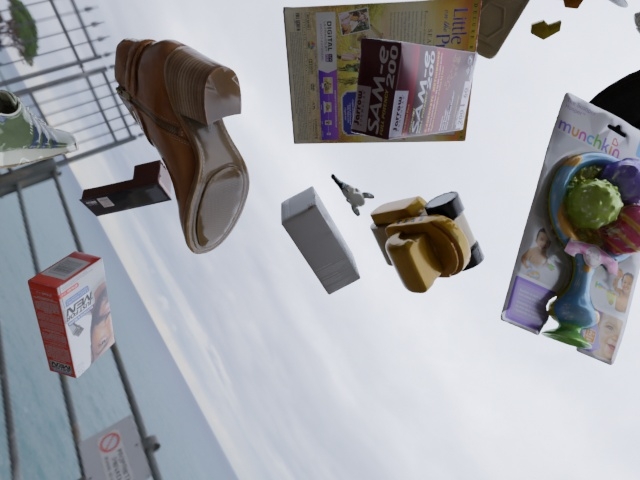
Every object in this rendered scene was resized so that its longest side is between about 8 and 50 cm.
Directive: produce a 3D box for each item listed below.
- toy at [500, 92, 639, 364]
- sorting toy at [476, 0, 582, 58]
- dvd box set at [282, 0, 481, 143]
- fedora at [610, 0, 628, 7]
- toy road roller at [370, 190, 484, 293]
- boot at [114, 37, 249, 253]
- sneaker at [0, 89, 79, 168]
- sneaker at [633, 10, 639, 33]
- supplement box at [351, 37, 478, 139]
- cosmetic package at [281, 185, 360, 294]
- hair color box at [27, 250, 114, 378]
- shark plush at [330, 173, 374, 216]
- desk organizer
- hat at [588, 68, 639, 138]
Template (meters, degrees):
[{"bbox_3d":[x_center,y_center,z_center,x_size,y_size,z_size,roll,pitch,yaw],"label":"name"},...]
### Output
[{"bbox_3d":[0.269,-0.013,0.416,0.136,0.238,0.056,22,-6,-12],"label":"toy"},{"bbox_3d":[0.398,-0.535,0.988,0.306,0.041,0.229,25,-48,0],"label":"sorting toy"},{"bbox_3d":[0.135,-0.380,1.023,0.062,0.419,0.308,-78,166,-59],"label":"dvd box set"},{"bbox_3d":[0.676,-0.701,1.083,0.275,0.243,0.124,44,-55,19],"label":"fedora"},{"bbox_3d":[0.244,0.017,1.186,0.329,0.240,0.203,-6,-65,53],"label":"toy road roller"},{"bbox_3d":[-0.216,-0.138,0.642,0.220,0.109,0.284,28,-49,30],"label":"boot"},{"bbox_3d":[-0.368,-0.141,0.545,0.192,0.064,0.086,-92,175,-72],"label":"sneaker"},{"bbox_3d":[0.804,-0.440,0.966,0.232,0.090,0.115,42,-38,-7],"label":"sneaker"},{"bbox_3d":[0.152,-0.235,0.691,0.073,0.239,0.131,23,-61,37],"label":"supplement box"},{"bbox_3d":[0.000,0.000,1.101,0.238,0.107,0.127,55,12,-25],"label":"cosmetic package"},{"bbox_3d":[-0.374,0.113,0.678,0.053,0.093,0.168,13,-61,10],"label":"hair color box"},{"bbox_3d":[0.071,-0.124,1.204,0.161,0.073,0.067,20,15,-44],"label":"shark plush"},{"bbox_3d":[-0.307,-0.083,0.707,0.047,0.130,0.050,72,8,-57],"label":"desk organizer"},{"bbox_3d":[0.539,-0.113,0.650,0.331,0.133,0.332,165,-90,-79],"label":"hat"}]
